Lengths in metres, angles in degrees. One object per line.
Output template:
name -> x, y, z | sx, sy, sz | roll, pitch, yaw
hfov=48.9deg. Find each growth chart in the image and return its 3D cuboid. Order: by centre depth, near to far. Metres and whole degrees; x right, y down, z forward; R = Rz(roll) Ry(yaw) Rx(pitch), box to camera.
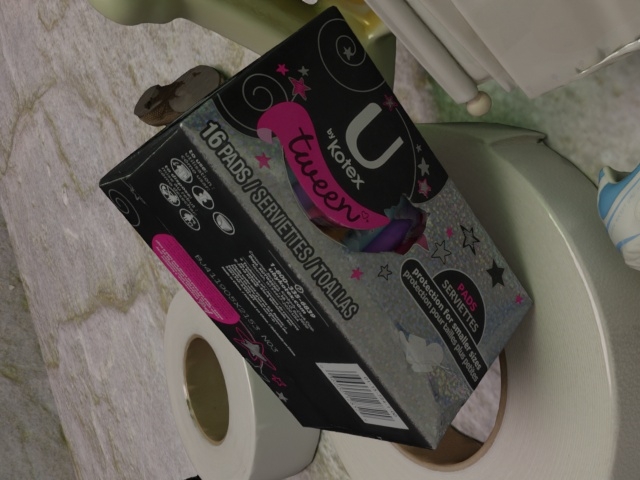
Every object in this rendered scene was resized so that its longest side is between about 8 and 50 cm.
growth chart -> 0.141, -0.148, 0.358 | 0.237, 0.172, 0.021 | -19, 49, 25

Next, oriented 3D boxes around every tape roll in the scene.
tape roll -> 0.109, 0.089, 0.622 | 0.392, 0.071, 0.393 | 19, 113, 54
tape roll -> -0.116, 0.192, 0.958 | 0.286, 0.100, 0.287 | 18, 112, 54

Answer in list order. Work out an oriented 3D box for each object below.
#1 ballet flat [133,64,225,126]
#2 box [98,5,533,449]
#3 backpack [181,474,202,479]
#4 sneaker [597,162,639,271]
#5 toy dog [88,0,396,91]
ballet flat -> -0.204, -0.205, 1.056 | 0.249, 0.058, 0.084 | 1, 62, 51
box -> 0.000, 0.000, 0.486 | 0.247, 0.142, 0.163 | 52, 149, -16
backpack -> -0.180, 0.416, 1.099 | 0.114, 0.104, 0.084 | 7, 102, 61
sneaker -> 0.243, -0.068, 0.375 | 0.237, 0.085, 0.086 | -46, 51, 47
toy dog -> 0.067, -0.314, 0.465 | 0.408, 0.284, 0.396 | -32, 30, 56
